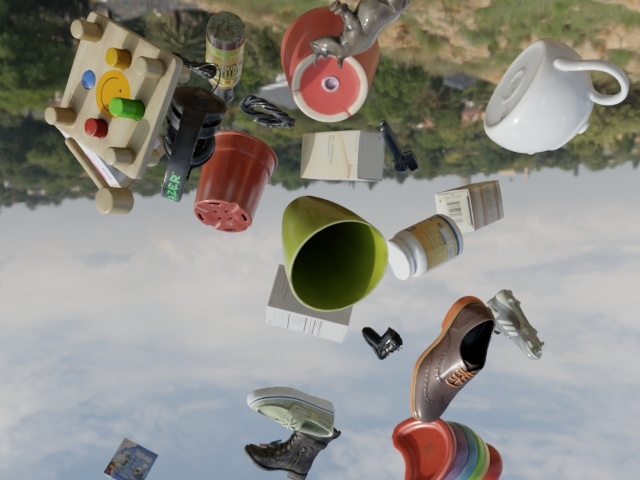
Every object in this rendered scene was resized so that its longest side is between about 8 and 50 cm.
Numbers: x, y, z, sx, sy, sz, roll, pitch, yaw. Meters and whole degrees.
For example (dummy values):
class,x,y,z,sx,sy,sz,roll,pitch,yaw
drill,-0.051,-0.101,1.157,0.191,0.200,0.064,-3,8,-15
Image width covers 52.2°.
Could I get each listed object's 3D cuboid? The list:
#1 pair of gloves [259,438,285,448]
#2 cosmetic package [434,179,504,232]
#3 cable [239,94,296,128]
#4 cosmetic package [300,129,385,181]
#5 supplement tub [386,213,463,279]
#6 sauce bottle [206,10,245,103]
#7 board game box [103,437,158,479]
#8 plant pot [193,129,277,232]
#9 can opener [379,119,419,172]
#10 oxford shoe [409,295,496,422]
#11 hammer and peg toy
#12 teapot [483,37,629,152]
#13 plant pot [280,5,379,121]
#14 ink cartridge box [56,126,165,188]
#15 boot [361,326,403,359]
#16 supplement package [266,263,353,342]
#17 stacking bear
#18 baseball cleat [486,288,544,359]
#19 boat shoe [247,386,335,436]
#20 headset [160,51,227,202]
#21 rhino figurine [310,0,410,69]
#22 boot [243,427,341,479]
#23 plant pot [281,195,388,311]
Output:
class,x,y,z,sx,sy,sz,roll,pitch,yaw
pair of gloves,-0.156,0.841,2.618,0.159,0.023,0.198,5,-178,-23
cosmetic package,0.527,-0.119,2.290,0.129,0.153,0.296,-7,-173,35
cable,-0.158,-0.394,2.003,0.184,0.047,0.150,19,165,26
cosmetic package,0.068,-0.279,2.159,0.113,0.160,0.309,1,-176,-36
supplement tub,0.297,0.020,1.891,0.199,0.144,0.144,-24,-167,-23
sauce bottle,-0.280,-0.519,1.914,0.111,0.112,0.344,-5,161,-10
board game box,-0.434,0.514,1.498,0.090,0.090,0.020,27,144,1
plant pot,-0.306,-0.188,2.240,0.272,0.265,0.272,9,151,5
can opener,0.210,-0.262,1.829,0.073,0.186,0.059,-29,-146,13
oxford shoe,0.250,0.241,1.247,0.096,0.271,0.098,17,-168,-17
hammer and peg toy,-0.432,-0.244,1.307,0.266,0.361,0.127,33,-161,22
teapot,0.477,-0.280,1.351,0.187,0.253,0.256,27,-156,-8
plant pot,0.025,-0.452,1.723,0.274,0.275,0.243,-3,-145,3
ink cartridge box,-0.539,-0.272,1.708,0.088,0.235,0.193,5,-133,40
boot,0.184,0.289,1.937,0.045,0.121,0.099,-17,156,-42
supplement package,-0.032,0.226,2.341,0.292,0.178,0.175,13,151,1
stacking bear,0.338,0.532,1.595,0.289,0.175,0.164,28,123,-39
baseball cleat,0.466,0.220,1.591,0.072,0.206,0.109,23,127,-31
boat shoe,-0.072,0.489,1.856,0.302,0.094,0.109,21,133,-33
headset,-0.332,-0.284,1.567,0.185,0.394,0.243,18,149,-11
rhino figurine,0.070,-0.415,1.244,0.106,0.073,0.243,33,123,-26
boot,-0.092,0.650,2.130,0.262,0.229,0.091,26,-168,-18
plant pot,0.000,0.000,1.792,0.274,0.275,0.293,-6,-150,-20
